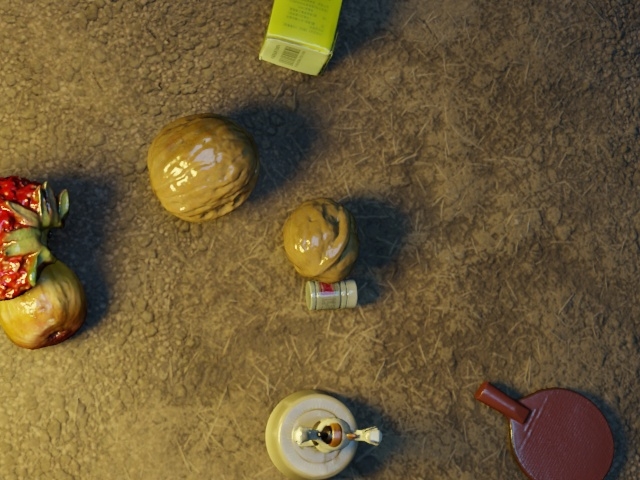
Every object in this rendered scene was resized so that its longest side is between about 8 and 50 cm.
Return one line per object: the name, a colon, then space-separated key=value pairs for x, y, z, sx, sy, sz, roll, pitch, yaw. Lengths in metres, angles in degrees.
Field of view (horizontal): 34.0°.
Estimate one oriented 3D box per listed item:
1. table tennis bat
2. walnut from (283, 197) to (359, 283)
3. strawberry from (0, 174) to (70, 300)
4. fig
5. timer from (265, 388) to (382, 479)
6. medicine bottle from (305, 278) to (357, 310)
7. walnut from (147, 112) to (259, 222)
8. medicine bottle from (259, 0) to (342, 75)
table tennis bat: x=0.443 y=0.373 z=2.062 sx=0.310 sy=0.038 sz=0.200 roll=32 pitch=75 yaw=-5
walnut: x=0.000 y=0.000 z=1.984 sx=0.166 sy=0.149 sz=0.167 roll=25 pitch=53 yaw=-37
strawberry: x=-0.598 y=-0.012 z=1.795 sx=0.306 sy=0.138 sz=0.234 roll=-1 pitch=65 yaw=21
fig: x=-0.516 y=0.062 z=1.870 sx=0.159 sy=0.159 sz=0.257 roll=-18 pitch=79 yaw=-14
timer: x=0.008 y=0.348 z=1.859 sx=0.175 sy=0.266 sz=0.175 roll=2 pitch=79 yaw=-12
medicine bottle: x=0.021 y=0.104 z=2.012 sx=0.091 sy=0.058 sz=0.058 roll=-2 pitch=80 yaw=-12
walnut: x=-0.214 y=-0.139 z=1.938 sx=0.213 sy=0.213 sz=0.213 roll=2 pitch=80 yaw=-11
medicine bottle: x=-0.025 y=-0.470 z=2.066 sx=0.141 sy=0.137 sz=0.250 roll=16 pitch=77 yaw=-9
